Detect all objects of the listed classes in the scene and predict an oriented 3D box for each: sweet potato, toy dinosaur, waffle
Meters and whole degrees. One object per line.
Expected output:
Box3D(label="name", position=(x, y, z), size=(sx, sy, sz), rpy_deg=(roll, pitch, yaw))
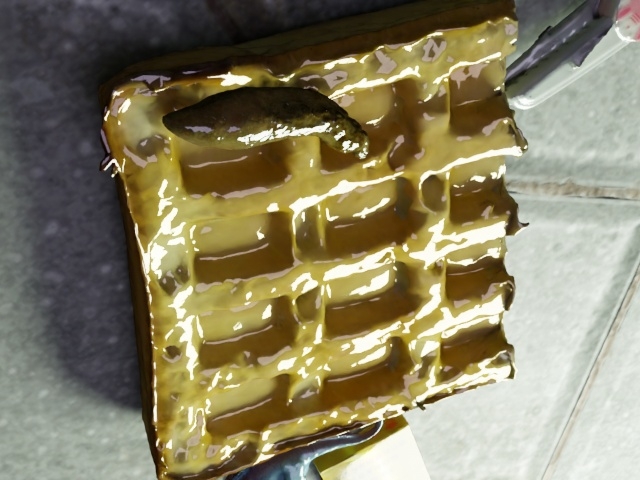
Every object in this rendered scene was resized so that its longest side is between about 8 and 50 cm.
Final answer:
Box3D(label="sweet potato", position=(-0.026, -0.073, 0.811), size=(0.153, 0.038, 0.041), rpy_deg=(3, 142, -36))
Box3D(label="toy dinosaur", position=(-0.031, 0.188, 1.076), size=(0.197, 0.045, 0.080), rpy_deg=(-28, 115, 6))
Box3D(label="waffle", position=(0.000, 0.001, 0.946), size=(0.304, 0.077, 0.348), rpy_deg=(-15, 128, -16))

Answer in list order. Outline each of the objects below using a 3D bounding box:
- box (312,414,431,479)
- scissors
Box3D(label="box", position=(0.055, 0.220, 1.162), size=(0.089, 0.022, 0.156), rpy_deg=(-26, 130, -6))
Box3D(label="scissors", position=(0.227, -0.172, 0.970), size=(0.242, 0.030, 0.118), rpy_deg=(-38, 131, -4))
